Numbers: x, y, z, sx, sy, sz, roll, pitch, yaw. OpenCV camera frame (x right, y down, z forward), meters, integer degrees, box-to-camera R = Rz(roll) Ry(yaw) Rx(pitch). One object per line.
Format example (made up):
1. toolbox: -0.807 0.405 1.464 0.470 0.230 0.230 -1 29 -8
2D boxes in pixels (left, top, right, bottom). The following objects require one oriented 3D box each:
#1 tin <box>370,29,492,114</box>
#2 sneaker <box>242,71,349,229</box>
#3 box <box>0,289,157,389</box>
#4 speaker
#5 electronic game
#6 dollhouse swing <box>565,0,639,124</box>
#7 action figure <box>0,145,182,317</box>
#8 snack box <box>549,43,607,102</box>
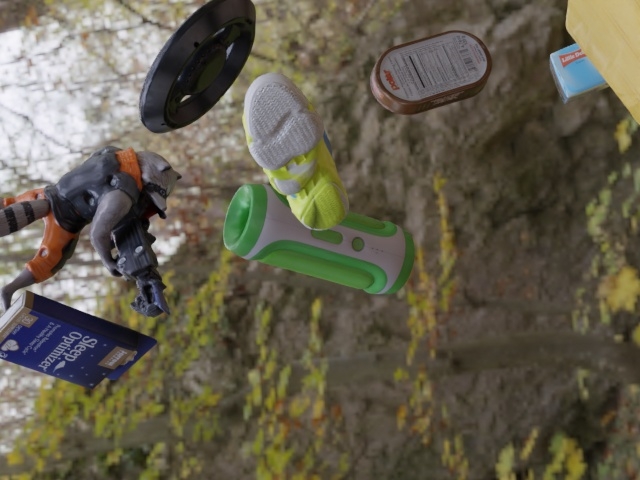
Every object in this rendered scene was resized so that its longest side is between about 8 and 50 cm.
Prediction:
1. tin: 0.167 -0.254 1.671 0.040 0.190 0.106 104 144 -65
2. sneaker: -0.037 -0.125 1.351 0.126 0.091 0.240 -105 -5 -48
3. box: -0.371 0.157 1.665 0.225 0.136 0.036 24 -138 -31
4. speaker: 0.000 0.000 1.794 0.296 0.131 0.131 16 -119 -25
5. electronic game: -0.169 -0.244 1.548 0.229 0.048 0.229 -48 -13 -15
6. dollhouse swing: 0.448 -0.280 0.994 0.315 0.347 0.305 59 158 21
7. action figure: -0.353 -0.020 1.671 0.341 0.330 0.178 54 171 38
8. snack box: 0.383 -0.234 1.390 0.322 0.187 0.060 -27 -85 -77
